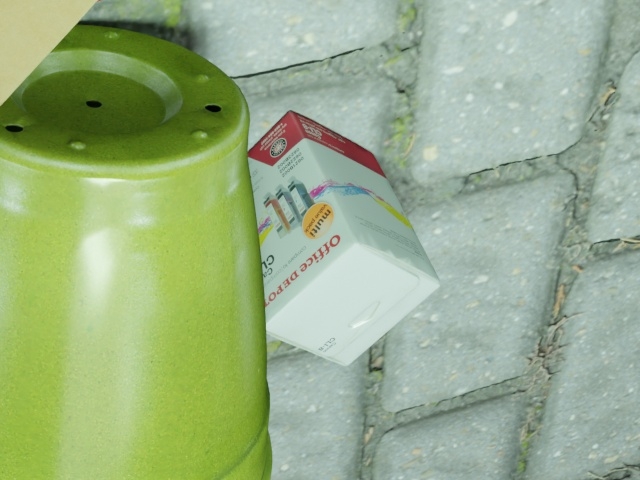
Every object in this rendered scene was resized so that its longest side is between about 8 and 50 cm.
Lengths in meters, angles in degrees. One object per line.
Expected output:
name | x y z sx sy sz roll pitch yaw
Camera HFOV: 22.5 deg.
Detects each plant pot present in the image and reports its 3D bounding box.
plant pot | -0.195 0.031 1.301 0.366 0.366 0.353 -6 126 -24

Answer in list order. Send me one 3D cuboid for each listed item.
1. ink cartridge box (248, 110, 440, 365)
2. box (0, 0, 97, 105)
ink cartridge box | 0.000 0.000 1.476 0.128 0.176 0.127 -43 139 20
box | -0.259 -0.147 0.977 0.201 0.021 0.164 24 131 -35
